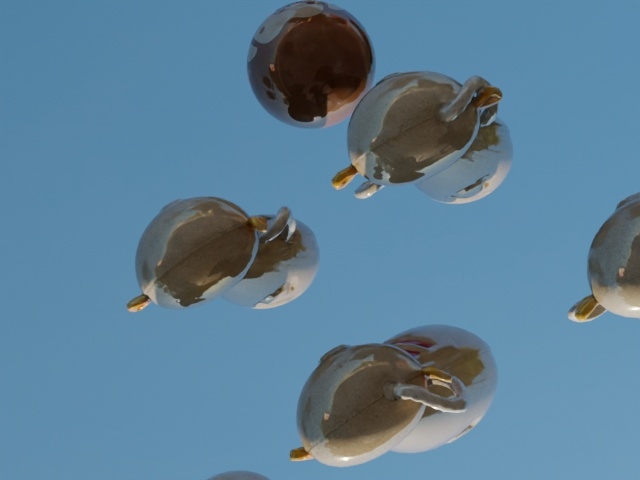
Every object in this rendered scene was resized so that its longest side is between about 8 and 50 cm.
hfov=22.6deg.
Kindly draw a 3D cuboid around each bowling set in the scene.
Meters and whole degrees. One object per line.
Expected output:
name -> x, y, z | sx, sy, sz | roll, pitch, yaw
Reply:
bowling set -> 0.000, 0.000, 0.607 | 0.287, 0.154, 0.199 | -34, -101, 13
